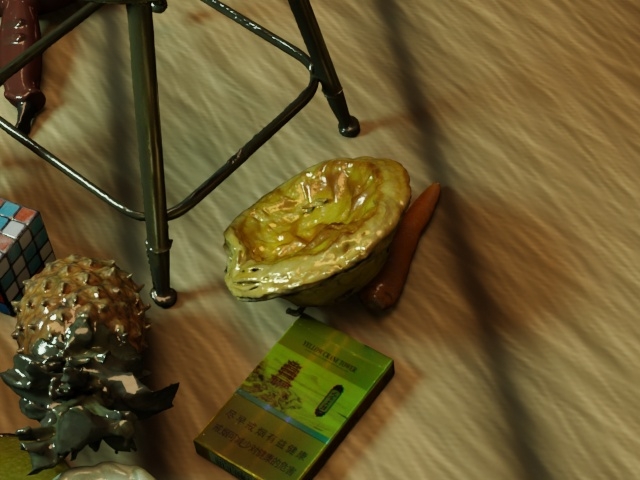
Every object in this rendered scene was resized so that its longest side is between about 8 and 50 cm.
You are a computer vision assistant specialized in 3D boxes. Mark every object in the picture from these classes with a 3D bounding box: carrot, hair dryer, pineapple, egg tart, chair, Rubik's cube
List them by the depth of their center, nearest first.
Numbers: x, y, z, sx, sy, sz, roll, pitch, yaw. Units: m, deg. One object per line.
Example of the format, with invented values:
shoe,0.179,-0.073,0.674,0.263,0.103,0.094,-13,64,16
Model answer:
pineapple,-0.227,0.125,1.255,0.170,0.141,0.310,6,21,-13
egg tart,0.000,0.000,1.392,0.241,0.106,0.241,-22,29,13
chair,-0.196,-0.241,1.419,0.365,0.410,0.362,35,61,21
Rubik's cube,-0.370,0.014,1.450,0.092,0.092,0.092,19,54,20
carrot,0.096,0.001,1.455,0.048,0.048,0.216,15,48,17
hair dryer,-0.446,-0.264,1.708,0.313,0.123,0.340,-12,60,9

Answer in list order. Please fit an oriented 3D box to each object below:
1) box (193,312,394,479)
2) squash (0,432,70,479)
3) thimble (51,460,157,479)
box,-0.025,0.171,1.327,0.121,0.030,0.193,27,57,25
squash,-0.339,0.251,1.254,0.184,0.085,0.192,-23,53,-13
thimble,-0.203,0.317,1.146,0.211,0.149,0.185,-38,59,-23
